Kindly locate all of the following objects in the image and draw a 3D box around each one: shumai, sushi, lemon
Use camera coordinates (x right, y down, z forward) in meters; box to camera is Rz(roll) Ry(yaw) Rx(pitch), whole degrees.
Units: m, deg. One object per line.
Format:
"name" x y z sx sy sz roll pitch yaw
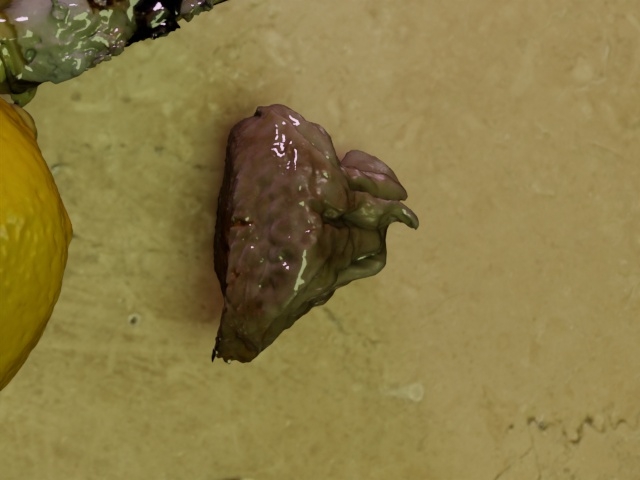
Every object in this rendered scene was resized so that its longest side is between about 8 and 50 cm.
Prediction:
"shumai" 0.001 -0.003 1.574 0.185 0.184 0.218 5 60 -11
"sushi" -0.181 -0.227 1.488 0.291 0.131 0.139 -26 112 -10
"lemon" -0.367 0.014 1.351 0.336 0.336 0.336 -5 102 -24
